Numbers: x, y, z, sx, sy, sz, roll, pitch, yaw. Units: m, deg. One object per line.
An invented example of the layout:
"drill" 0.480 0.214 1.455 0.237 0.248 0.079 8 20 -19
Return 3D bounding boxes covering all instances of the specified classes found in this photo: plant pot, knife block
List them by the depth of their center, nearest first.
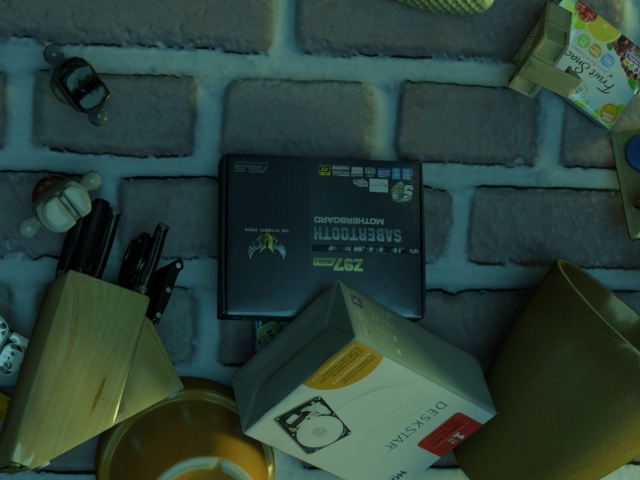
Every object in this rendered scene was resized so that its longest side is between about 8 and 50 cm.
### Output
"knife block" -0.265 0.087 1.550 0.276 0.088 0.242 -27 90 -29
"plant pot" -0.141 0.273 1.607 0.205 0.188 0.205 -2 99 -12
"plant pot" 0.282 0.193 1.685 0.237 0.237 0.254 36 104 -15

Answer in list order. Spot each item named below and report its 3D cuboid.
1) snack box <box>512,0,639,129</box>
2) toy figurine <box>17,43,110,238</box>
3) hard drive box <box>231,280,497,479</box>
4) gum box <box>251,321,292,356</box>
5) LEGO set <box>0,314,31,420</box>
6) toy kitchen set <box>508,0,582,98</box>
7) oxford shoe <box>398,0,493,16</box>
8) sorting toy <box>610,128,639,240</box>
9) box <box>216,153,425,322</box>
"snack box" 0.310 -0.211 1.705 0.141 0.037 0.100 35 92 -14
"toy figurine" -0.332 -0.111 1.533 0.210 0.148 0.213 5 96 -19
"hard drive box" 0.049 0.171 1.614 0.232 0.089 0.181 29 119 -35
"gum box" 0.014 0.111 1.691 0.184 0.041 0.157 -4 100 -11
"LEGO set" -0.378 0.194 1.599 0.093 0.087 0.227 30 85 -18
"toy kitchen set" 0.267 -0.211 1.662 0.068 0.075 0.083 24 133 -9
"oxford shoe" 0.015 -0.392 1.559 0.449 0.169 0.130 31 70 -15
"sorting toy" 0.420 -0.069 1.703 0.132 0.046 0.274 -9 76 5
"box" 0.000 0.000 1.633 0.233 0.059 0.183 2 80 -11
